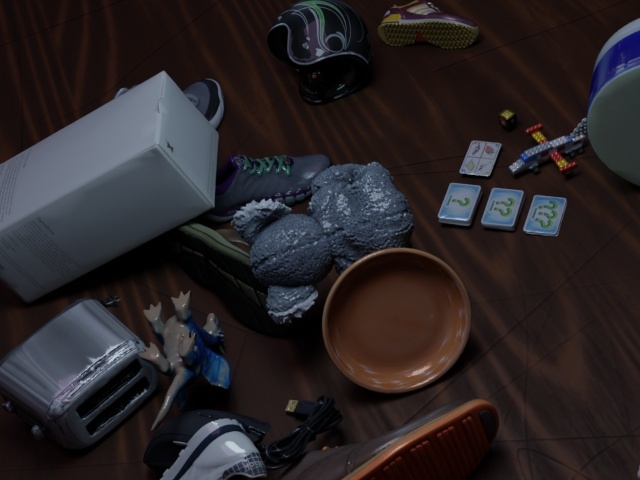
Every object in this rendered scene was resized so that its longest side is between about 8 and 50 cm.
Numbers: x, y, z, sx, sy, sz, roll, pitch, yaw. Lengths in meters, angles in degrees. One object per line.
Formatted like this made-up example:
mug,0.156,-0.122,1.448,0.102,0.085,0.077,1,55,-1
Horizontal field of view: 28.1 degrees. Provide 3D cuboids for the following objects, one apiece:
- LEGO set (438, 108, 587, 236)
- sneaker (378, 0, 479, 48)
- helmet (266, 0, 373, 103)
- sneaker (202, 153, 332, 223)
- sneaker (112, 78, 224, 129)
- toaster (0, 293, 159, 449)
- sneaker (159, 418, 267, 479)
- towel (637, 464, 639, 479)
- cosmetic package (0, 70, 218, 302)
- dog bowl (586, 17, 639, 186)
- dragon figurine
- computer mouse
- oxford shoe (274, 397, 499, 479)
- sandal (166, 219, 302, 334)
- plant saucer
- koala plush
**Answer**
LEGO set,0.295,-0.117,1.934,0.183,0.060,0.244,8,49,21
sneaker,0.195,-0.386,2.234,0.186,0.069,0.084,8,54,25
helmet,-0.001,-0.335,2.185,0.169,0.169,0.161,-19,59,0
sneaker,-0.092,-0.102,2.023,0.224,0.098,0.083,-21,43,-2
sneaker,-0.260,-0.217,2.160,0.101,0.153,0.268,13,51,29
toaster,-0.330,0.185,1.795,0.227,0.129,0.146,-39,50,-24
sneaker,-0.152,0.327,1.550,0.095,0.090,0.235,47,116,30
towel,0.579,0.288,1.421,0.317,0.053,0.332,-30,44,-13
cosmetic package,-0.348,-0.080,1.971,0.366,0.155,0.197,-24,37,20
dog bowl,0.506,-0.186,1.776,0.265,0.265,0.104,2,50,21
dragon figurine,-0.176,0.170,1.736,0.085,0.144,0.289,-25,37,8
computer mouse,-0.103,0.237,1.676,0.262,0.060,0.184,-7,13,37
oxford shoe,0.047,0.281,1.565,0.364,0.130,0.133,-28,37,-10
sandal,-0.122,0.031,1.891,0.086,0.120,0.303,-26,41,-28
plant saucer,0.099,0.103,1.691,0.200,0.200,0.037,-22,15,-3
koala plush,0.000,0.000,1.750,0.221,0.196,0.203,-18,-1,-16
